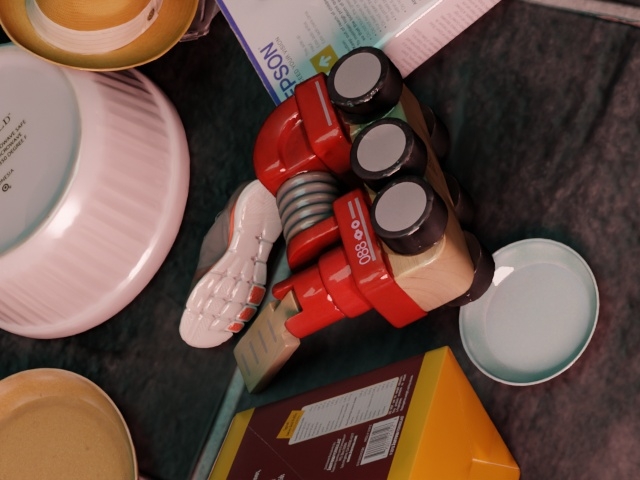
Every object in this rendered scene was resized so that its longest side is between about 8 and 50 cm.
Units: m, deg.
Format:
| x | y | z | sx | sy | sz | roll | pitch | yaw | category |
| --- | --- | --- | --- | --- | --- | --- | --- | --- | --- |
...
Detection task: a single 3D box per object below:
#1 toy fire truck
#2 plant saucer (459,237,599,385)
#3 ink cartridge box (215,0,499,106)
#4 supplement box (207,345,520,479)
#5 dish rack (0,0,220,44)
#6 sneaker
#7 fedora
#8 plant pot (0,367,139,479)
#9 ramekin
| x | y | z | sx | sy | sz | roll | pitch | yaw | category |
| --- | --- | --- | --- | --- | --- | --- | --- | --- | --- |
| 0.000 | 0.000 | 1.628 | 0.246 | 0.158 | 0.217 | -28 | 52 | 15 | toy fire truck |
| 0.167 | 0.058 | 1.566 | 0.119 | 0.021 | 0.119 | -11 | 68 | 28 | plant saucer |
| 0.045 | -0.305 | 1.740 | 0.330 | 0.071 | 0.324 | -38 | 57 | 14 | ink cartridge box |
| 0.023 | 0.207 | 1.481 | 0.194 | 0.129 | 0.191 | -20 | 25 | 25 | supplement box |
| -0.205 | -0.272 | 1.882 | 0.271 | 0.074 | 0.208 | -4 | 72 | 29 | dish rack |
| -0.078 | 0.018 | 1.722 | 0.158 | 0.061 | 0.065 | -62 | 27 | -2 | sneaker |
| -0.195 | -0.239 | 1.755 | 0.194 | 0.079 | 0.194 | 4 | 58 | -6 | fedora |
| -0.250 | 0.230 | 1.753 | 0.236 | 0.032 | 0.236 | -11 | 68 | 27 | plant pot |
| -0.261 | -0.056 | 1.805 | 0.273 | 0.127 | 0.273 | -11 | 68 | 28 | ramekin |
